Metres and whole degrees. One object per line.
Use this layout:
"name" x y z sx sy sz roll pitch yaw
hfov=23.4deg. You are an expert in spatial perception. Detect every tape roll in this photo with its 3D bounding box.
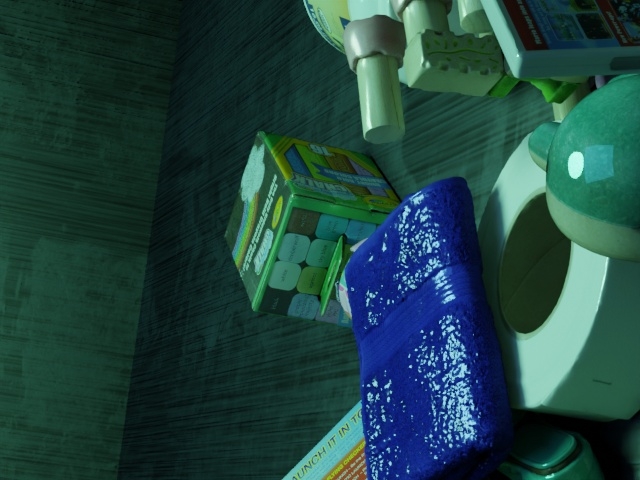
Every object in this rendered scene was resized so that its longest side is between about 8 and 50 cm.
"tape roll" 0.247 0.031 1.490 0.286 0.100 0.286 -169 90 -70

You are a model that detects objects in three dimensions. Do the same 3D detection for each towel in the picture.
"towel" 0.098 0.114 1.571 0.228 0.076 0.308 126 143 -49

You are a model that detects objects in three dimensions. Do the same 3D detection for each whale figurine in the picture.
"whale figurine" 0.283 -0.093 1.293 0.272 0.216 0.141 -64 -24 -55

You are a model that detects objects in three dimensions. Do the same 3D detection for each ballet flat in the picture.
"ballet flat" 0.204 0.213 1.535 0.087 0.083 0.247 59 170 -19

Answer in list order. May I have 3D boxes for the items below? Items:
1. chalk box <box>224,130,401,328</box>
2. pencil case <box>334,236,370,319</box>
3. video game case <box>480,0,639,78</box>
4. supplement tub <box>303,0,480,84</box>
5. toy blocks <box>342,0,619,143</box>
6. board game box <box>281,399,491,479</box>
"chalk box" 0.000 0.000 2.085 0.289 0.179 0.180 -118 43 -59
"pencil case" 0.111 0.076 1.813 0.284 0.124 0.124 -142 65 -68
"video game case" 0.274 -0.203 1.268 0.204 0.285 0.025 -103 13 -49
"supplement tub" 0.120 -0.302 1.826 0.316 0.228 0.228 -137 60 -68
"toy blocks" 0.197 -0.264 1.498 0.309 0.288 0.260 129 141 -59
"board game box" 0.053 0.338 1.689 0.308 0.086 0.302 -46 30 11
